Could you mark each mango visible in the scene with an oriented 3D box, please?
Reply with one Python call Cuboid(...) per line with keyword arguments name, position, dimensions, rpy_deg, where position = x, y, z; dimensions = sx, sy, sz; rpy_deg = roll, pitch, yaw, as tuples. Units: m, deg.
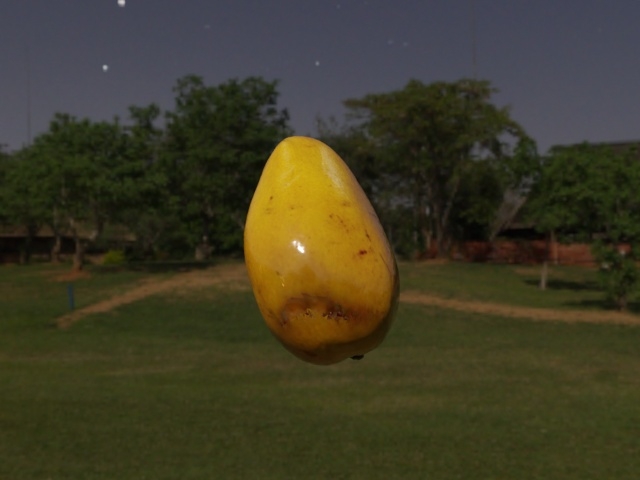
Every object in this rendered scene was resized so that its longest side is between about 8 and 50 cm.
Cuboid(name="mango", position=(0.000, 0.000, 0.678), dimensions=(0.112, 0.219, 0.145), rpy_deg=(-25, -42, 20))
